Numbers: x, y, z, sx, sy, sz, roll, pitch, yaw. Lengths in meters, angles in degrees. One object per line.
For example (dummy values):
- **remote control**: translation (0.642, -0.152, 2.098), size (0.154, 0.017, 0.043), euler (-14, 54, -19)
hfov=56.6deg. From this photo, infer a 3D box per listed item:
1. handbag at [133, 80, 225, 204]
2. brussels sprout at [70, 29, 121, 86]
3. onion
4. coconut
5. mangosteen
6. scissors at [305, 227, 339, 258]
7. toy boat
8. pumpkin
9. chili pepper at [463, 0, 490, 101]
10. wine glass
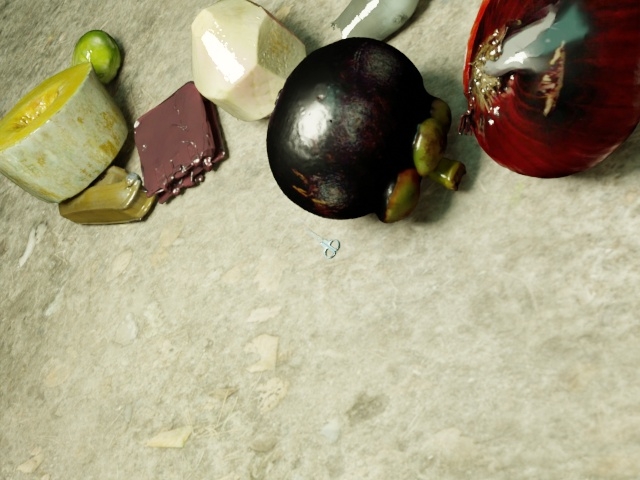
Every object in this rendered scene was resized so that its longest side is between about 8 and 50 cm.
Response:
- **handbag**: translation (-0.300, -0.208, 1.270), size (0.203, 0.074, 0.216), euler (-32, 60, 24)
- **brussels sprout**: translation (-0.575, -0.464, 1.527), size (0.155, 0.117, 0.155), euler (0, 90, 51)
- **onion**: translation (0.319, -0.215, 0.750), size (0.273, 0.285, 0.273), euler (178, 90, -79)
- **coconut**: translation (-0.148, -0.340, 1.106), size (0.197, 0.237, 0.237), euler (-48, 53, 15)
- **mangosteen**: translation (0.073, -0.151, 0.889), size (0.302, 0.275, 0.275), euler (25, 90, 6)
- **scissors**: translation (0.000, 0.000, 1.023), size (0.083, 0.006, 0.036), euler (37, 99, 38)
- **toy boat**: translation (-0.502, -0.107, 1.373), size (0.321, 0.089, 0.121), euler (-2, 68, 37)
- **pumpkin**: translation (-0.603, -0.242, 1.389), size (0.332, 0.199, 0.332), euler (-20, 43, 20)
- **chili pepper**: translation (0.257, -0.285, 0.903), size (0.088, 0.065, 0.169), euler (25, 96, 55)
- **wine glass**: translation (0.124, -0.416, 1.012), size (0.222, 0.103, 0.103), euler (-40, 55, 26)
